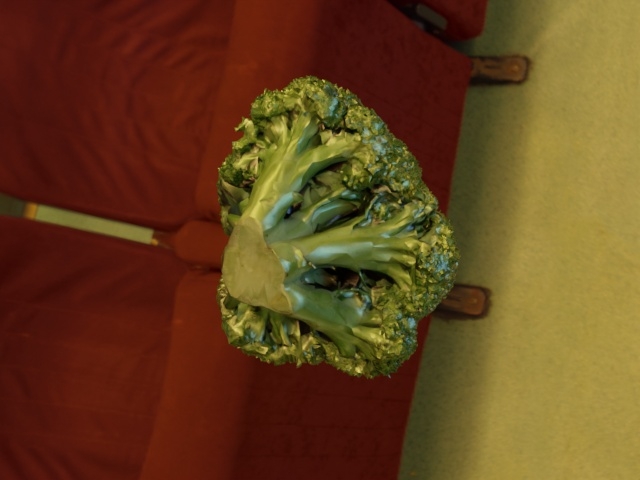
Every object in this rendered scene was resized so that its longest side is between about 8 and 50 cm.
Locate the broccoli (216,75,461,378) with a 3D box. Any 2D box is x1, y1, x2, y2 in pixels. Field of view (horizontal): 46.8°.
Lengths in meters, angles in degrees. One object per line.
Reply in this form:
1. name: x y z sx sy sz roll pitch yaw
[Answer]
1. broccoli: 0.007 0.005 0.959 0.310 0.321 0.413 -90 22 -58
